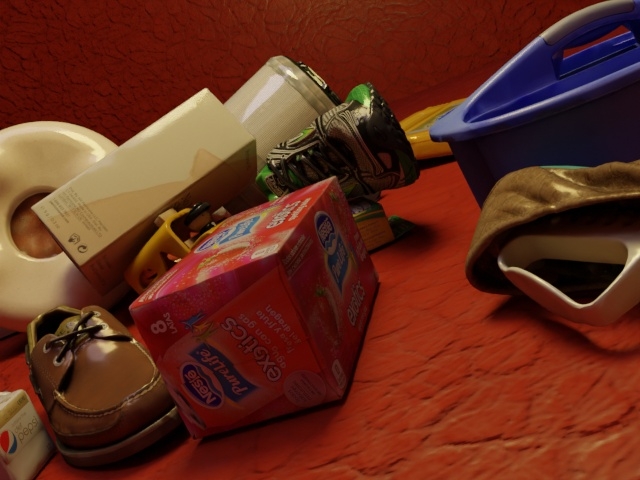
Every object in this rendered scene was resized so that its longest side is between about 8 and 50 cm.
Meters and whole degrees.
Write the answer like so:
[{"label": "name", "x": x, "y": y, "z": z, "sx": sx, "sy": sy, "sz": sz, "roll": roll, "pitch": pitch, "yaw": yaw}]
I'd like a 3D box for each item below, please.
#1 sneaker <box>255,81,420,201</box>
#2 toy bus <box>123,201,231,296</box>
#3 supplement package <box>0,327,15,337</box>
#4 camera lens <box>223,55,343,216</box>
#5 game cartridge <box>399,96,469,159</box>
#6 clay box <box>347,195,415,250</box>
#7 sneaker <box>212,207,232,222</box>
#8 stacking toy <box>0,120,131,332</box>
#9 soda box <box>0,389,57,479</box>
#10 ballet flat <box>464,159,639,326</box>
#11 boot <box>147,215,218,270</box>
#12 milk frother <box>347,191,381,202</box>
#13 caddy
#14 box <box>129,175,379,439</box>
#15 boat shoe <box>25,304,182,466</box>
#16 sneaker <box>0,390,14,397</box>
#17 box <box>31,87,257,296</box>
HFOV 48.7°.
[{"label": "sneaker", "x": 0.012, "y": -0.091, "z": 0.902, "sx": 0.146, "sy": 0.134, "sz": 0.343, "roll": -31, "pitch": 3, "yaw": -17}, {"label": "toy bus", "x": -0.185, "y": 0.005, "z": 0.984, "sx": 0.202, "sy": 0.104, "sz": 0.191, "roll": -45, "pitch": 1, "yaw": -18}, {"label": "supplement package", "x": -0.630, "y": 0.076, "z": 1.384, "sx": 0.149, "sy": 0.194, "sz": 0.203, "roll": -22, "pitch": 13, "yaw": 10}, {"label": "camera lens", "x": -0.088, "y": -0.176, "z": 1.282, "sx": 0.274, "sy": 0.219, "sz": 0.219, "roll": -44, "pitch": 12, "yaw": 2}, {"label": "game cartridge", "x": 0.263, "y": -0.218, "z": 1.290, "sx": 0.324, "sy": 0.052, "sz": 0.285, "roll": -4, "pitch": 22, "yaw": 38}, {"label": "clay box", "x": 0.000, "y": 0.000, "z": 0.898, "sx": 0.222, "sy": 0.053, "sz": 0.127, "roll": -24, "pitch": 11, "yaw": -4}, {"label": "sneaker", "x": -0.328, "y": -0.060, "z": 1.476, "sx": 0.210, "sy": 0.137, "sz": 0.366, "roll": -24, "pitch": -6, "yaw": 13}, {"label": "stacking toy", "x": -0.466, "y": 0.007, "z": 1.341, "sx": 0.351, "sy": 0.350, "sz": 0.480, "roll": -25, "pitch": -6, "yaw": -9}, {"label": "soda box", "x": -0.351, "y": 0.206, "z": 0.620, "sx": 0.216, "sy": 0.069, "sz": 0.074, "roll": -20, "pitch": 13, "yaw": 10}, {"label": "ballet flat", "x": 0.208, "y": 0.001, "z": 0.427, "sx": 0.124, "sy": 0.116, "sz": 0.342, "roll": -50, "pitch": 22, "yaw": -21}, {"label": "boot", "x": -0.261, "y": -0.002, "z": 1.315, "sx": 0.158, "sy": 0.084, "sz": 0.059, "roll": -30, "pitch": 15, "yaw": -21}, {"label": "milk frother", "x": 0.003, "y": -0.069, "z": 1.136, "sx": 0.135, "sy": 0.129, "sz": 0.143, "roll": -10, "pitch": 61, "yaw": 48}, {"label": "caddy", "x": 0.275, "y": -0.133, "z": 0.674, "sx": 0.342, "sy": 0.179, "sz": 0.241, "roll": -23, "pitch": 13, "yaw": -2}, {"label": "box", "x": -0.039, "y": 0.043, "z": 0.620, "sx": 0.128, "sy": 0.122, "sz": 0.257, "roll": -20, "pitch": 12, "yaw": 17}, {"label": "boat shoe", "x": -0.221, "y": 0.121, "z": 0.658, "sx": 0.111, "sy": 0.104, "sz": 0.307, "roll": -31, "pitch": 14, "yaw": -32}, {"label": "sneaker", "x": -0.353, "y": 0.204, "z": 0.703, "sx": 0.135, "sy": 0.052, "sz": 0.058, "roll": -33, "pitch": 24, "yaw": -11}, {"label": "box", "x": -0.250, "y": -0.073, "z": 1.062, "sx": 0.311, "sy": 0.121, "sz": 0.148, "roll": -39, "pitch": -14, "yaw": -16}]
